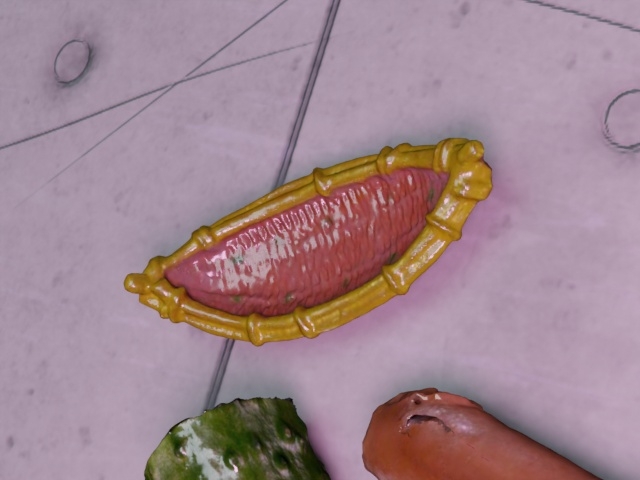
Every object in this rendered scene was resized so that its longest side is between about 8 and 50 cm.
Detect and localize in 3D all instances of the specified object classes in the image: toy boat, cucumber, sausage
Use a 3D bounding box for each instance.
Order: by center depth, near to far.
[{"bbox_3d":[0.190,0.197,0.982,0.419,0.094,0.094,24,48,37],"label":"sausage"},{"bbox_3d":[-0.032,0.239,1.101,0.134,0.134,0.244,-37,59,18],"label":"cucumber"},{"bbox_3d":[0.002,0.003,1.179,0.318,0.099,0.141,-21,62,24],"label":"toy boat"}]
